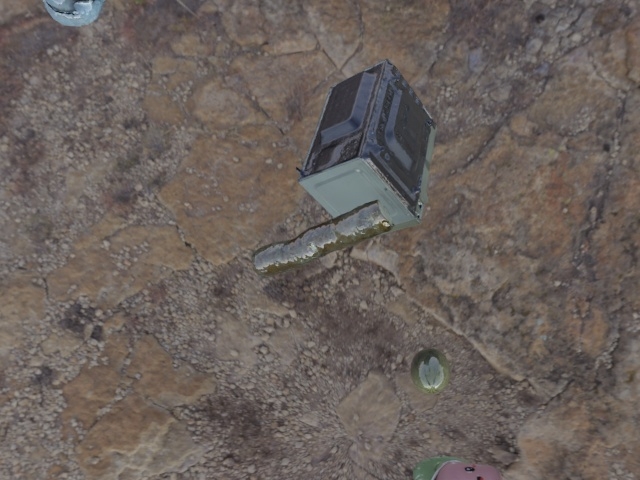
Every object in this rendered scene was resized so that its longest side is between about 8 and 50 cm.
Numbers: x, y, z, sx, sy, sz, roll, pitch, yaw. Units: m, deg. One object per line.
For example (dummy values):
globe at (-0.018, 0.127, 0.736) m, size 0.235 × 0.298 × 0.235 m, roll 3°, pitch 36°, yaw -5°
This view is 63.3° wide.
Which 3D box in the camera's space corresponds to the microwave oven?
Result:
microwave oven at (0.139, -0.227, 1.293) m, size 0.218 × 0.286 × 0.355 m, roll -15°, pitch 44°, yaw 38°

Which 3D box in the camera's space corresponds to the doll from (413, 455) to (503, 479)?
doll at (0.339, 0.626, 1.192) m, size 0.268 × 0.284 × 0.216 m, roll 3°, pitch 112°, yaw 16°

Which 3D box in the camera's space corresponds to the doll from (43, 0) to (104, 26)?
doll at (-0.131, -0.208, 0.295) m, size 0.120 × 0.075 × 0.180 m, roll -35°, pitch 75°, yaw -1°

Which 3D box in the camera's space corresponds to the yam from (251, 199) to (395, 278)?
yam at (0.000, 0.000, 0.831) m, size 0.252 × 0.061 × 0.061 m, roll -22°, pitch 66°, yaw 28°

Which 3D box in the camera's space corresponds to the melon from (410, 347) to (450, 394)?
melon at (0.264, 0.316, 1.252) m, size 0.098 × 0.098 × 0.131 m, roll 14°, pitch 27°, yaw 9°
